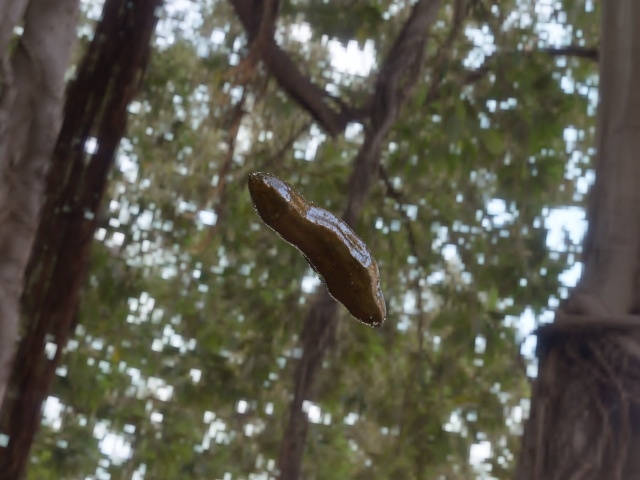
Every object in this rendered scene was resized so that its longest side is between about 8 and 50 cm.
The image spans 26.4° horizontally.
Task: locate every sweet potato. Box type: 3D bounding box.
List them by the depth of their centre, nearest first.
[{"bbox_3d":[-0.001,-0.001,1.160,0.182,0.054,0.053,46,-6,-26],"label":"sweet potato"}]
